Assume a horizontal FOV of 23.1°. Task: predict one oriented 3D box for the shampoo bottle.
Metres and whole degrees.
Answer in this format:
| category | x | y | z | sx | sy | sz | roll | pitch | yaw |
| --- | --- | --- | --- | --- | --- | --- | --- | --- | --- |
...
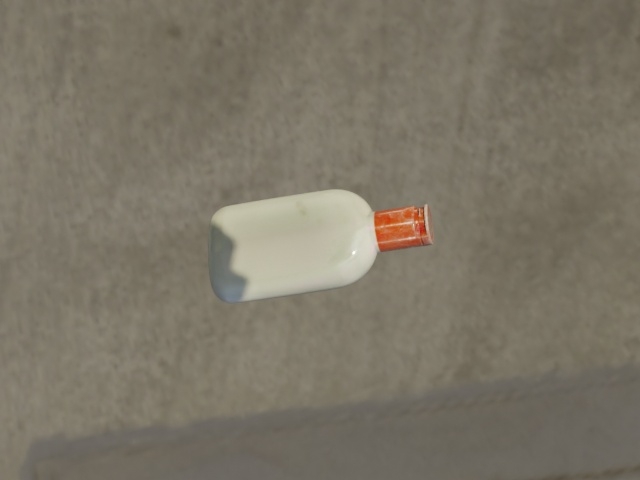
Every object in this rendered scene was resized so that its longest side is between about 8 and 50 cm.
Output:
| category | x | y | z | sx | sy | sz | roll | pitch | yaw |
| --- | --- | --- | --- | --- | --- | --- | --- | --- | --- |
| shampoo bottle | 0.000 | 0.000 | 1.536 | 0.220 | 0.108 | 0.051 | -9 | 149 | 12 |
